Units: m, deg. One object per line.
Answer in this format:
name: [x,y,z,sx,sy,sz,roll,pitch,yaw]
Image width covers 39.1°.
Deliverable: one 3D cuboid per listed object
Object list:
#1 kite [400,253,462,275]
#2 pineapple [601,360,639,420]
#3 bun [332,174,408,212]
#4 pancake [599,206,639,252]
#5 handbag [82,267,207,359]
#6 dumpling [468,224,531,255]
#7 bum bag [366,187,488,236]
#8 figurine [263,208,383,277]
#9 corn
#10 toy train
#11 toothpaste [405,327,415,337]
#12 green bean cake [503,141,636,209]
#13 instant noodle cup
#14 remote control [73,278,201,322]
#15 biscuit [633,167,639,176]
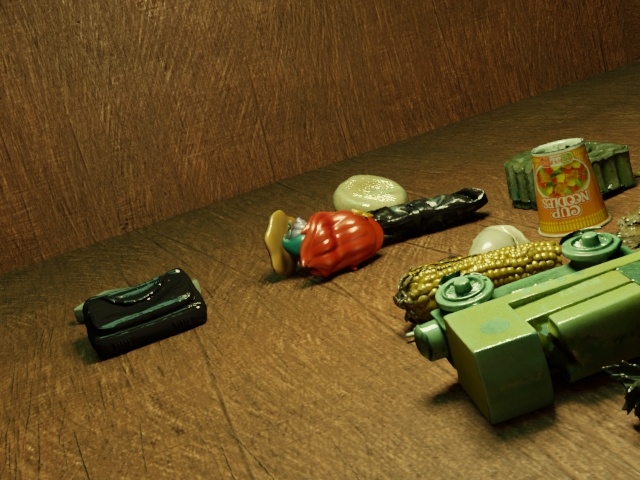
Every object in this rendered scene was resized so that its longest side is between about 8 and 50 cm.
kite: [0.264,0.055,1.963,0.190,0.010,0.159,-11,14,24]
pineapple: [0.477,0.149,1.099,0.251,0.125,0.125,-22,13,-6]
bun: [0.137,-0.094,2.517,0.222,0.127,0.222,7,30,-4]
pancake: [0.657,-0.013,1.626,0.382,0.071,0.382,-19,11,4]
handbag: [-0.417,0.159,2.115,0.275,0.088,0.244,-22,26,-13]
dumpling: [0.358,0.033,1.751,0.134,0.100,0.169,7,25,26]
bum bag: [0.258,-0.063,2.279,0.340,0.095,0.144,-14,-13,0]
figurine: [0.004,0.008,2.168,0.257,0.181,0.208,-5,-23,34]
corn: [0.287,0.078,1.628,0.318,0.115,0.115,-14,13,3]
toy train: [0.344,0.116,1.307,0.397,0.160,0.253,-18,20,-6]
toothpaste: [0.218,0.152,1.590,0.140,0.021,0.037,-14,14,0]
green bean cake: [0.605,-0.163,2.208,0.241,0.132,0.255,-16,12,-16]
instant noodle cup: [0.538,-0.121,1.972,0.168,0.185,0.168,-15,13,4]
remote control: [-0.477,0.158,2.354,0.344,0.050,0.145,-9,15,31]
biscuit: [0.826,-0.178,2.229,0.083,0.018,0.081,-27,16,-40]
